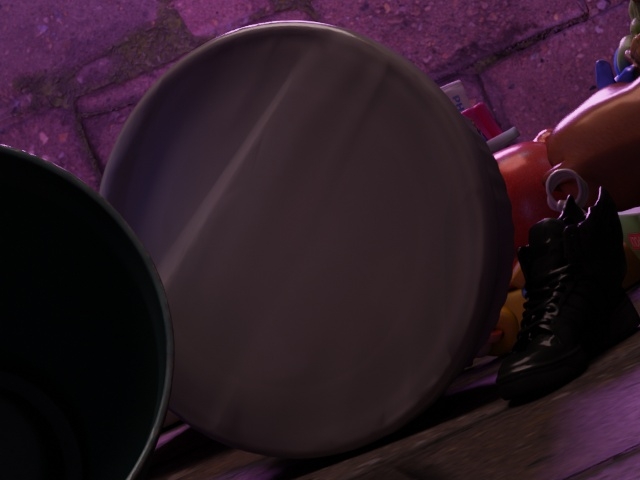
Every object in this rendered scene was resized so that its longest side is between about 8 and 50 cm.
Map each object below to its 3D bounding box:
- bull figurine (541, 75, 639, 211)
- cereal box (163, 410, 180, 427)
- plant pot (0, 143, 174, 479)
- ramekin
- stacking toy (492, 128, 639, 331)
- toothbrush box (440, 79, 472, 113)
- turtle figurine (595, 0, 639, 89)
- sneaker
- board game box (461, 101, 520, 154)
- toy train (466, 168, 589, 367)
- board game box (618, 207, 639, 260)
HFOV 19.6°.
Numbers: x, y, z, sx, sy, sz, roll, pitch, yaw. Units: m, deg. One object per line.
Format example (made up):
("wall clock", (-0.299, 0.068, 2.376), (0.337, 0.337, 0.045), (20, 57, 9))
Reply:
("bull figurine", (0.302, -0.101, 1.274), (0.310, 0.101, 0.188), (-18, -2, 24))
("cereal box", (-0.198, 0.176, 1.854), (0.240, 0.047, 0.173), (-23, 3, -10))
("plant pot", (-0.233, 0.112, 1.125), (0.293, 0.293, 0.196), (-24, -26, -16))
("ramekin", (0.000, 0.000, 1.189), (0.273, 0.273, 0.127), (-23, -10, 21))
("stacking toy", (0.058, 0.033, 1.424), (0.309, 0.130, 0.279), (-24, 2, -16))
("toothbrush box", (0.093, -0.049, 2.227), (0.122, 0.206, 0.283), (-24, 2, -31))
("turtle figurine", (0.412, -0.254, 1.846), (0.275, 0.197, 0.266), (-26, 6, -25))
("sneaker", (0.140, 0.029, 1.102), (0.051, 0.089, 0.170), (-22, 2, 39))
("board game box", (-0.039, 0.024, 1.575), (0.390, 0.050, 0.390), (-36, -3, 22))
("toy train", (0.112, 0.021, 1.251), (0.166, 0.125, 0.046), (-19, 9, 8))
("board game box", (0.338, -0.043, 1.415), (0.213, 0.046, 0.317), (-25, 2, -6))
